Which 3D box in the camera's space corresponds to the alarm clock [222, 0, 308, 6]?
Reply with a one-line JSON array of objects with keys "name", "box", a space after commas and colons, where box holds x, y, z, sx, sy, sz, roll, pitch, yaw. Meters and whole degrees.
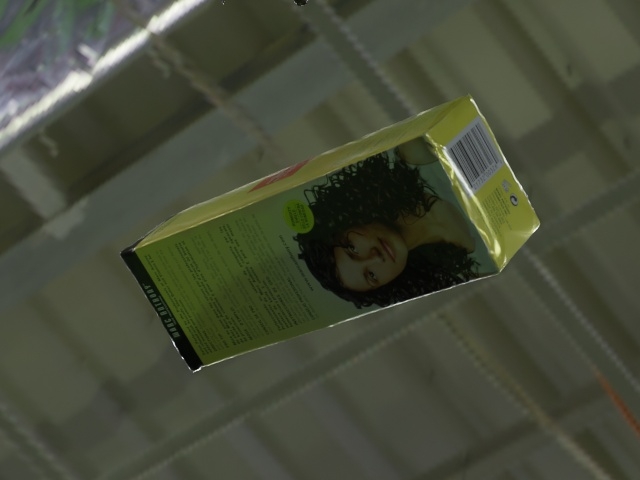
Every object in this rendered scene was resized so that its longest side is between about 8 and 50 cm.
[{"name": "alarm clock", "box": [-0.073, -0.206, 0.928, 0.064, 0.129, 0.192, -32, -108, -2]}]

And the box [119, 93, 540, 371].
[{"name": "box", "box": [0.000, 0.000, 1.002, 0.232, 0.058, 0.087, -21, -75, 41]}]
